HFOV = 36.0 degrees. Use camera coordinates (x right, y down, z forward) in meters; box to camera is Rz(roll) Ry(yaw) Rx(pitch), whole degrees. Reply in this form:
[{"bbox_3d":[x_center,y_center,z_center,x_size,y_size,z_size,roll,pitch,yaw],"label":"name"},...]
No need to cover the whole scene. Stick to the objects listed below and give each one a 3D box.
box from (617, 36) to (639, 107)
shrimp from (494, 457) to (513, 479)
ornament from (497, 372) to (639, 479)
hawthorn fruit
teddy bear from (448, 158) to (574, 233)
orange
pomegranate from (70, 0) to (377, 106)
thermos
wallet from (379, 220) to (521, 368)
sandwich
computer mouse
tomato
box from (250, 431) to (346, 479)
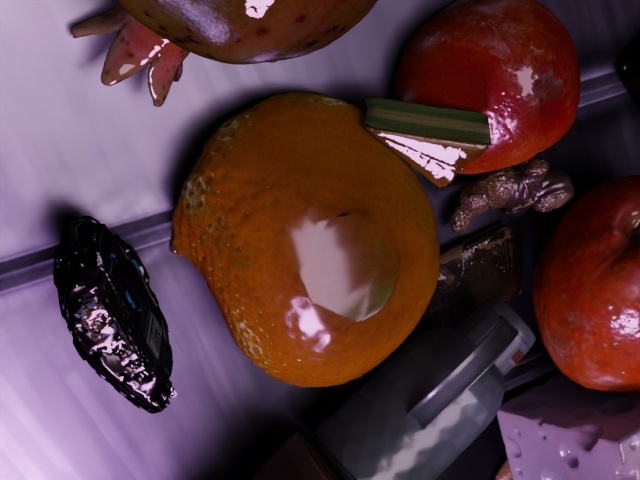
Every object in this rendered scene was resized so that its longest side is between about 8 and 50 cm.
[{"bbox_3d":[0.607,-0.191,1.364,0.264,0.116,0.415,-49,124,-3],"label":"box"},{"bbox_3d":[0.361,0.407,1.491,0.296,0.058,0.169,38,92,-29],"label":"shrimp"},{"bbox_3d":[0.425,0.309,1.336,0.240,0.240,0.239,-21,101,-26],"label":"ornament"},{"bbox_3d":[0.403,0.051,1.265,0.284,0.284,0.284,-11,113,-26],"label":"hawthorn fruit"},{"bbox_3d":[0.234,-0.065,1.227,0.160,0.078,0.119,-9,153,-15],"label":"teddy bear"},{"bbox_3d":[0.006,0.002,1.070,0.263,0.196,0.334,-31,106,-31],"label":"orange"},{"bbox_3d":[-0.084,-0.281,0.891,0.291,0.323,0.290,9,72,-28],"label":"pomegranate"},{"bbox_3d":[0.136,0.187,1.185,0.286,0.182,0.145,-45,82,-3],"label":"thermos"},{"bbox_3d":[0.160,0.071,1.261,0.232,0.031,0.122,-25,122,-18],"label":"wallet"},{"bbox_3d":[0.113,-0.127,1.046,0.116,0.074,0.074,35,123,-23],"label":"sandwich"},{"bbox_3d":[-0.213,0.080,1.003,0.078,0.146,0.241,-17,120,8],"label":"computer mouse"},{"bbox_3d":[0.212,-0.179,1.131,0.233,0.139,0.200,-27,113,-18],"label":"tomato"},{"bbox_3d":[0.003,0.407,1.149,0.216,0.301,0.301,-45,124,-4],"label":"box"}]
